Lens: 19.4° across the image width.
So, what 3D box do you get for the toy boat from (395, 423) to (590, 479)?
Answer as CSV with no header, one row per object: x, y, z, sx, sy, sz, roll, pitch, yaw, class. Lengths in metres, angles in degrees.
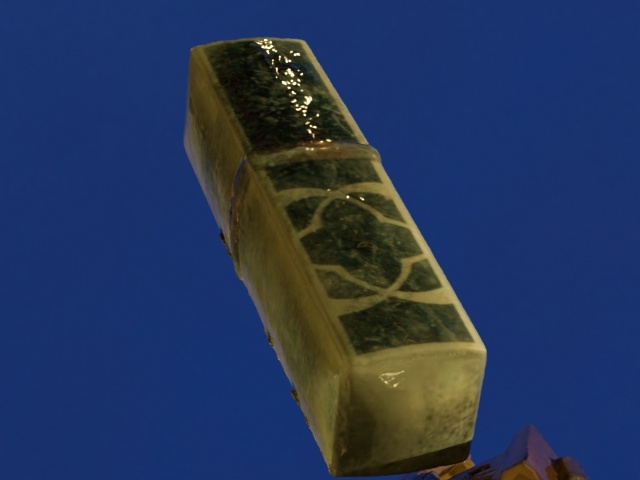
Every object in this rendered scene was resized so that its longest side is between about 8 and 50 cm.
0.067,0.142,0.796,0.121,0.321,0.089,-34,-91,6,toy boat

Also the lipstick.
0.000,0.000,0.920,0.077,0.076,0.290,-4,-144,-18,lipstick
